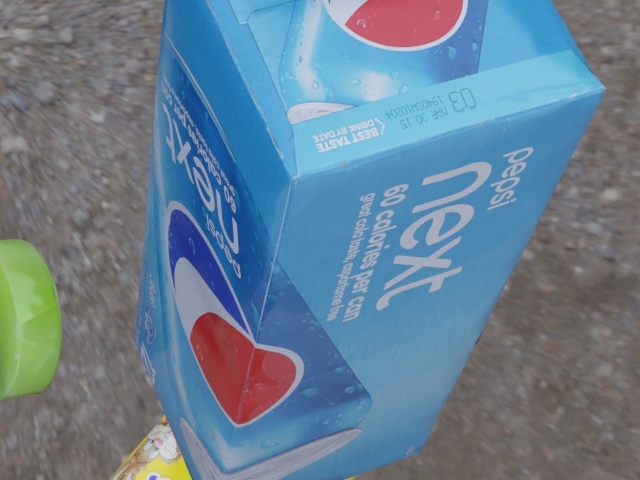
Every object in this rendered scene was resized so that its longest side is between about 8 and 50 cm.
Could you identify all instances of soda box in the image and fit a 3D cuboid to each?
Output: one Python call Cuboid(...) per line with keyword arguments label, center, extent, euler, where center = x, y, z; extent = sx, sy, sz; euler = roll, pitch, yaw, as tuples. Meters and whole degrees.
Cuboid(label="soda box", center=(0.000, 0.000, 0.445), extent=(0.071, 0.210, 0.067), euler=(-18, 66, -17))

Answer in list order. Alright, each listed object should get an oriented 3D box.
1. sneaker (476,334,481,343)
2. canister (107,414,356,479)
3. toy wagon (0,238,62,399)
Cuboid(label="sneaker", center=(0.086, 0.001, 1.581), extent=(0.145, 0.270, 0.090), euler=(7, 54, 0))
Cuboid(label="canister", center=(-0.057, 0.152, 1.113), extent=(0.126, 0.073, 0.170), euler=(40, 88, 9))
Cuboid(label="toy wagon", center=(-0.240, -0.051, 0.586), extent=(0.267, 0.068, 0.344), euler=(-6, 74, -34))
